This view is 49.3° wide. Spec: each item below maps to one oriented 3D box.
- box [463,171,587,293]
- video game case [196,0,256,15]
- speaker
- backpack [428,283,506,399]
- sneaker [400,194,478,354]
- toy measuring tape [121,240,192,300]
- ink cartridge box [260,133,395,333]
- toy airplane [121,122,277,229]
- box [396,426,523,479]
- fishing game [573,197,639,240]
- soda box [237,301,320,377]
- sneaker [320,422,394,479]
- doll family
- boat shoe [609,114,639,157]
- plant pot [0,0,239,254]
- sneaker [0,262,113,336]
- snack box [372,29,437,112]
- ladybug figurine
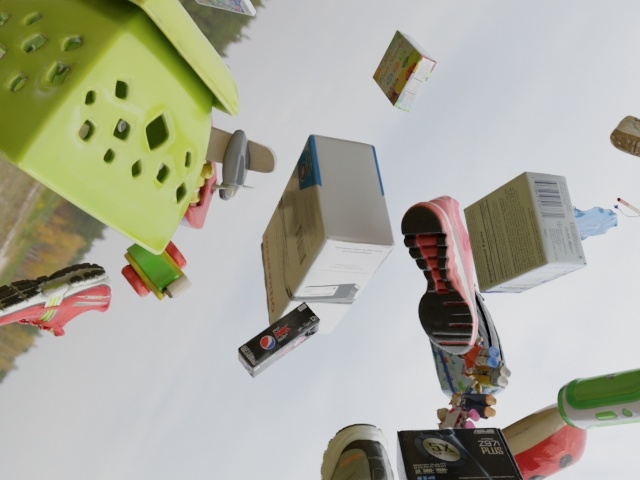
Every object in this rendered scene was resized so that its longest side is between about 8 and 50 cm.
[{"bbox_3d":[0.268,-0.006,0.928,0.137,0.072,0.126,-37,-124,58],"label":"box"},{"bbox_3d":[-0.172,-0.409,1.137,0.011,0.122,0.087,-63,153,-13],"label":"video game case"},{"bbox_3d":[0.696,0.360,1.600,0.296,0.131,0.131,-31,-150,53],"label":"speaker"},{"bbox_3d":[0.468,0.341,2.225,0.273,0.290,0.356,-32,-124,6],"label":"backpack"},{"bbox_3d":[0.253,0.062,1.307,0.116,0.314,0.136,1,-157,41],"label":"sneaker"},{"bbox_3d":[-0.295,0.046,1.245,0.121,0.121,0.330,-60,-167,-11],"label":"toy measuring tape"},{"bbox_3d":[0.000,0.000,1.599,0.395,0.166,0.286,121,-31,-49],"label":"ink cartridge box"},{"bbox_3d":[-0.341,-0.235,1.749,0.386,0.384,0.272,-31,-169,35],"label":"toy airplane"},{"bbox_3d":[0.221,0.378,1.133,0.147,0.180,0.078,-91,179,-73],"label":"box"},{"bbox_3d":[0.546,-0.038,1.496,0.264,0.189,0.041,-23,-119,40],"label":"fishing game"},{"bbox_3d":[-0.081,0.196,1.376,0.169,0.053,0.060,-33,157,-23],"label":"soda box"},{"bbox_3d":[0.031,0.376,0.903,0.108,0.100,0.272,-119,-142,-65],"label":"sneaker"},{"bbox_3d":[0.386,0.378,1.745,0.163,0.118,0.263,-11,-126,66],"label":"doll family"},{"bbox_3d":[0.844,-0.230,1.663,0.096,0.277,0.098,-53,157,-17],"label":"boat shoe"},{"bbox_3d":[-0.228,-0.151,0.684,0.207,0.227,0.228,-56,154,-7],"label":"plant pot"},{"bbox_3d":[-0.536,0.138,1.340,0.107,0.279,0.118,33,-45,56],"label":"sneaker"},{"bbox_3d":[0.147,-0.303,1.244,0.100,0.037,0.141,-60,-153,25],"label":"snack box"},{"bbox_3d":[0.563,0.593,1.935,0.449,0.305,0.162,-45,-119,36],"label":"ladybug figurine"}]
